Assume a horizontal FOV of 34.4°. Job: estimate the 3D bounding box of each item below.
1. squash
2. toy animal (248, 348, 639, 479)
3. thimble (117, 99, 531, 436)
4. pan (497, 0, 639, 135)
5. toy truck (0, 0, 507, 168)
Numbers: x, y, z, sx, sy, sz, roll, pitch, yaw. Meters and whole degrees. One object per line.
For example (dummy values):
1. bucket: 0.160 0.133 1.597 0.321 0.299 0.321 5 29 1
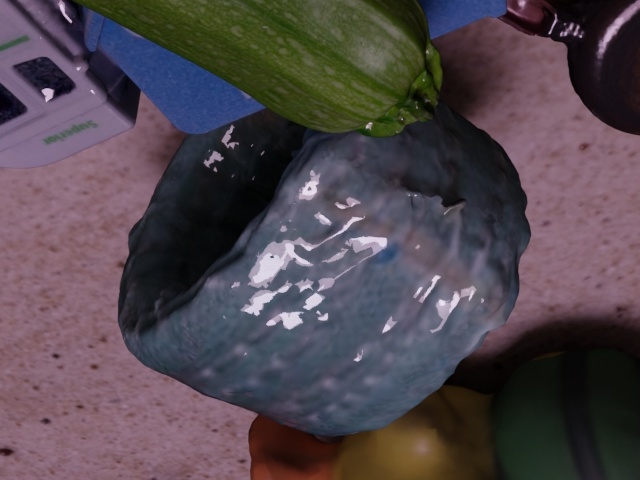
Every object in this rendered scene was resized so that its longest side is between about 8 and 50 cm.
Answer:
1. squash: -0.041 -0.098 0.362 0.219 0.068 0.077 27 151 -30
2. toy animal: 0.123 0.197 0.763 0.338 0.191 0.216 -14 132 17
3. thimble: 0.000 0.000 0.562 0.143 0.198 0.235 30 160 -24
4. pan: 0.144 -0.116 0.553 0.212 0.040 0.115 13 130 -9
5. toy truck: -0.054 -0.156 0.456 0.367 0.146 0.175 -18 135 21
